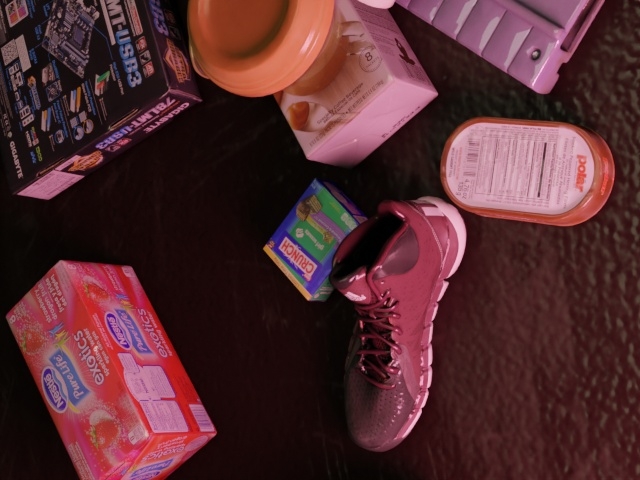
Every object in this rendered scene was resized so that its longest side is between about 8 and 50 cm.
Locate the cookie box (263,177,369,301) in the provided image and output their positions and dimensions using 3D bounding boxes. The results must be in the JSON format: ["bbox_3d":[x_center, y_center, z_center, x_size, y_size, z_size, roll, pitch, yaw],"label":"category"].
[{"bbox_3d":[0.000,0.000,1.616,0.092,0.040,0.107,47,112,28],"label":"cookie box"}]

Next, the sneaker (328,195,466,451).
[{"bbox_3d":[0.049,0.083,1.498,0.106,0.162,0.282,16,93,35],"label":"sneaker"}]

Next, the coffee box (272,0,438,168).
[{"bbox_3d":[0.004,-0.222,1.602,0.141,0.098,0.247,-40,64,25],"label":"coffee box"}]

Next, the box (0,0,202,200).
[{"bbox_3d":[-0.310,-0.244,1.839,0.293,0.073,0.296,-28,69,28],"label":"box"}]

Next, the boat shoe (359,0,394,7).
[{"bbox_3d":[0.042,-0.358,1.559,0.079,0.095,0.255,-56,31,37],"label":"boat shoe"}]

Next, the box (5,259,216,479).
[{"bbox_3d":[-0.253,0.160,1.721,0.122,0.128,0.257,-42,64,24],"label":"box"}]

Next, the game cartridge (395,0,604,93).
[{"bbox_3d":[0.232,-0.359,1.486,0.230,0.068,0.355,37,105,28],"label":"game cartridge"}]

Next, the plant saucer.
[{"bbox_3d":[-0.074,-0.259,1.576,0.200,0.037,0.200,-4,84,36],"label":"plant saucer"}]

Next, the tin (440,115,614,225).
[{"bbox_3d":[0.209,-0.073,1.483,0.189,0.040,0.106,7,93,35],"label":"tin"}]

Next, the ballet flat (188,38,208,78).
[{"bbox_3d":[-0.114,-0.307,1.722,0.073,0.080,0.232,16,92,63],"label":"ballet flat"}]
